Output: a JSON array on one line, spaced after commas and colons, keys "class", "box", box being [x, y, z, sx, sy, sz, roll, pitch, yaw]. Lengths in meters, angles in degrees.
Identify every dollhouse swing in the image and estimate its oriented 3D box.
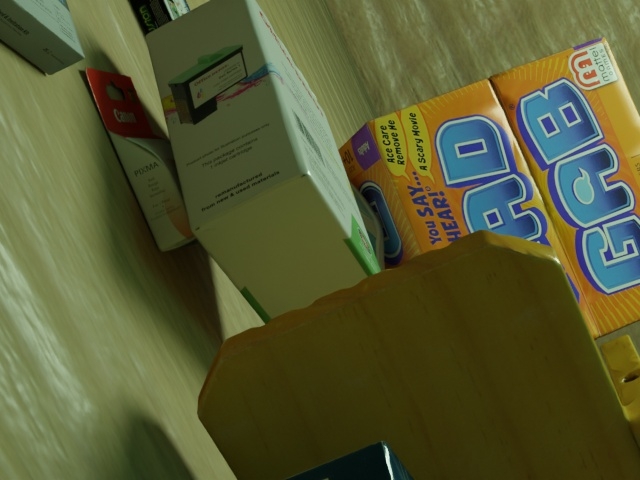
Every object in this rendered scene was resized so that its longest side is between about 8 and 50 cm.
[{"class": "dollhouse swing", "box": [0.095, 0.136, 1.140, 0.305, 0.347, 0.315, 64, 10, -11]}]

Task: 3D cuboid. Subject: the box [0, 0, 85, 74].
[{"class": "box", "box": [-0.255, -0.239, 1.052, 0.186, 0.038, 0.145, 69, 10, 19]}]

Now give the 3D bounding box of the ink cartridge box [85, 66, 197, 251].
[{"class": "ink cartridge box", "box": [-0.146, -0.081, 1.245, 0.145, 0.045, 0.179, -21, 90, -80]}]

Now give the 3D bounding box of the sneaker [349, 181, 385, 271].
[{"class": "sneaker", "box": [0.000, 0.000, 1.590, 0.208, 0.127, 0.319, 55, 15, -54]}]

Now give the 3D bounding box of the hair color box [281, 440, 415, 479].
[{"class": "hair color box", "box": [0.041, 0.297, 0.988, 0.347, 0.174, 0.105, 55, 16, -46]}]

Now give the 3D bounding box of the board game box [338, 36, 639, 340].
[{"class": "board game box", "box": [0.235, -0.011, 1.829, 0.356, 0.356, 0.356, 68, -18, 5]}]

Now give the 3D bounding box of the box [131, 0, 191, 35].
[{"class": "box", "box": [-0.195, -0.302, 1.505, 0.114, 0.036, 0.207, -35, 102, -80]}]

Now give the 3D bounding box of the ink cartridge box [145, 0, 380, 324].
[{"class": "ink cartridge box", "box": [-0.053, -0.073, 1.264, 0.201, 0.117, 0.278, 56, 12, -47]}]
